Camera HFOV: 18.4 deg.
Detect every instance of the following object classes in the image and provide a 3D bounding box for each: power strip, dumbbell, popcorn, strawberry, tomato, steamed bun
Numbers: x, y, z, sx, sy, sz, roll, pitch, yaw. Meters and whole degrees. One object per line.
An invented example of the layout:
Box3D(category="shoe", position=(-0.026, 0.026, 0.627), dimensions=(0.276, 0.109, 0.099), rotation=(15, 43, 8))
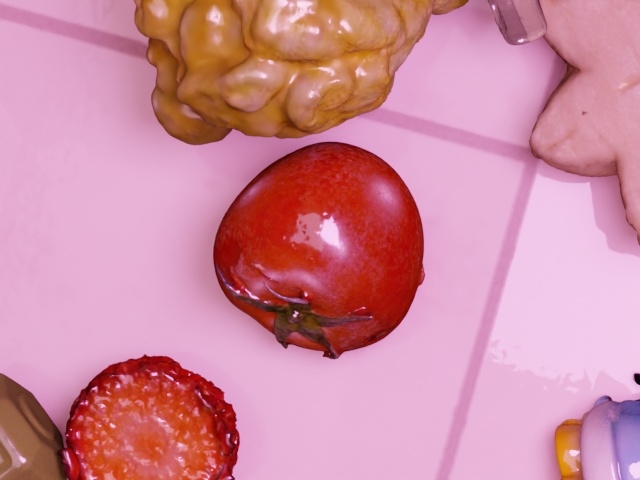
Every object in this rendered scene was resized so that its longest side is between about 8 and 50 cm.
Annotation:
Box3D(category="power strip", position=(0.117, -0.271, 1.489), dimensions=(0.034, 0.092, 0.268), rotation=(-19, 60, 10))
Box3D(category="dumbbell", position=(-0.340, 0.226, 1.554), dimensions=(0.302, 0.108, 0.121), rotation=(-38, 85, 4))
Box3D(category="popcorn", position=(-0.021, -0.190, 1.472), dimensions=(0.242, 0.235, 0.250), rotation=(-1, 75, 23))
Box3D(category="strawberry", position=(-0.128, 0.158, 1.543), dimensions=(0.145, 0.086, 0.145), rotation=(0, 88, 8))
Box3D(category="tomato", position=(0.000, 0.000, 1.507), dimensions=(0.167, 0.167, 0.167), rotation=(0, 88, 6))
Box3D(category="steamed bun", position=(0.294, -0.132, 1.468), dimensions=(0.292, 0.137, 0.295), rotation=(-41, 70, 22))

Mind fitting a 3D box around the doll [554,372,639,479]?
Box3D(category="doll", position=(0.334, 0.155, 1.468), dimensions=(0.314, 0.141, 0.177), rotation=(-11, 57, 18))
